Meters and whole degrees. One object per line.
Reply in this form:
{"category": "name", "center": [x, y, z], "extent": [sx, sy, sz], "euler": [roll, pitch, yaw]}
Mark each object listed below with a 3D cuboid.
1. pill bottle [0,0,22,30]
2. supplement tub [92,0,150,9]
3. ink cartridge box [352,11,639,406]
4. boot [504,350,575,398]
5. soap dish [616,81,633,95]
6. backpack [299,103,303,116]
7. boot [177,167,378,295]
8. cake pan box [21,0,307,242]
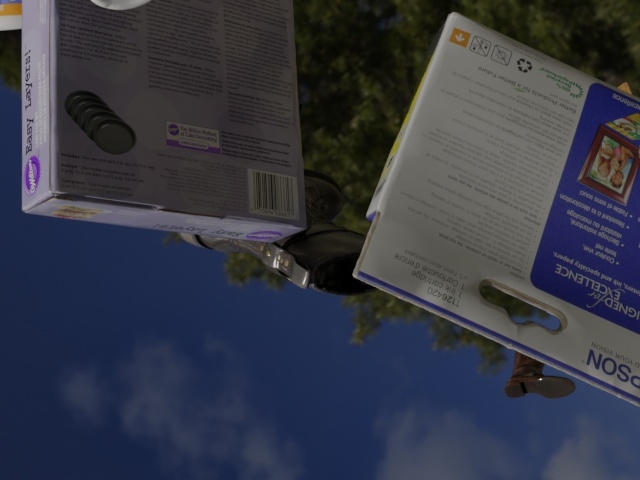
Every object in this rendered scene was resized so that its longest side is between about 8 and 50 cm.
{"category": "pill bottle", "center": [-0.381, -0.395, 1.413], "extent": [0.152, 0.152, 0.271], "euler": [-33, -57, -62]}
{"category": "supplement tub", "center": [-0.159, -0.234, 0.885], "extent": [0.071, 0.071, 0.107], "euler": [12, -133, -51]}
{"category": "ink cartridge box", "center": [0.206, -0.026, 1.094], "extent": [0.304, 0.072, 0.307], "euler": [25, -114, -5]}
{"category": "boot", "center": [0.325, 0.184, 1.702], "extent": [0.114, 0.107, 0.037], "euler": [-52, -47, -56]}
{"category": "soap dish", "center": [0.389, -0.008, 1.397], "extent": [0.229, 0.118, 0.290], "euler": [50, -154, -62]}
{"category": "backpack", "center": [-0.158, -0.242, 1.614], "extent": [0.276, 0.213, 0.263], "euler": [-55, -40, -70]}
{"category": "boot", "center": [0.000, 0.000, 1.241], "extent": [0.229, 0.091, 0.263], "euler": [21, -158, 37]}
{"category": "cake pan box", "center": [-0.130, -0.131, 1.039], "extent": [0.267, 0.070, 0.245], "euler": [5, -105, -37]}
